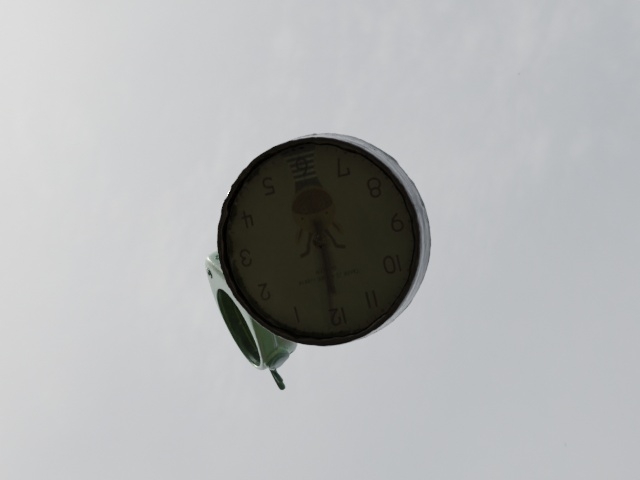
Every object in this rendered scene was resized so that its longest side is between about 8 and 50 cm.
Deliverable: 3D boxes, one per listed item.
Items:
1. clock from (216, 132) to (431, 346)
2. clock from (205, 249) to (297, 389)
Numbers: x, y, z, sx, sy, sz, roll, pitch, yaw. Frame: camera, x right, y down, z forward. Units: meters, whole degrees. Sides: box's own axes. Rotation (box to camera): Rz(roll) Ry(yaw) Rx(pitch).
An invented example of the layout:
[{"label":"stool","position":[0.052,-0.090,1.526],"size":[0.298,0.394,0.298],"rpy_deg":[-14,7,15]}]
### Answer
[{"label":"clock","position":[0.000,0.000,0.756],"size":[0.185,0.040,0.184],"rpy_deg":[1,-85,16]},{"label":"clock","position":[-0.092,0.114,1.284],"size":[0.066,0.159,0.210],"rpy_deg":[-27,-56,-20]}]
